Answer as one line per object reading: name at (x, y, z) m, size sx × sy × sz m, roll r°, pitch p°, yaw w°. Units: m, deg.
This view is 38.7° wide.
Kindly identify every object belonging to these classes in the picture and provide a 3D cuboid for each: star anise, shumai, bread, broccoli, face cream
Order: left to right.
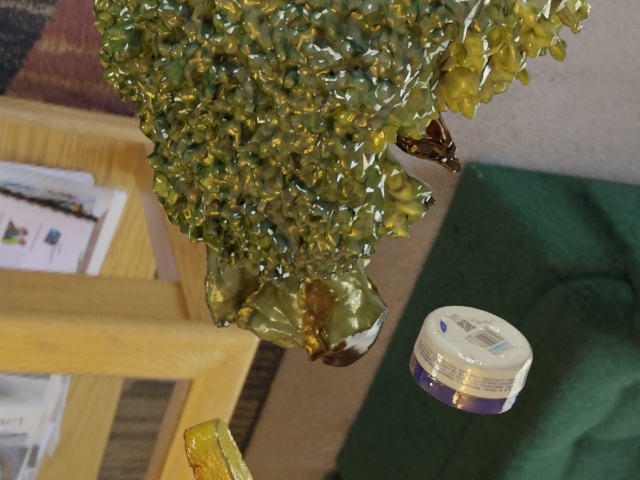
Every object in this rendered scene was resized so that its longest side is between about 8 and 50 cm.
bread at (-0.186, 0.456, 1.722) m, size 0.094 × 0.102 × 0.245 m, roll -21°, pitch 105°, yaw 3°
shumai at (0.000, 0.000, 1.036) m, size 0.222 × 0.204 × 0.271 m, roll 28°, pitch 74°, yaw -73°
broccoli at (0.031, -0.144, 0.563) m, size 0.302 × 0.249 × 0.375 m, roll -6°, pitch 108°, yaw -47°
star anise at (0.096, -0.195, 1.261) m, size 0.272 × 0.272 × 0.102 m, roll 29°, pitch 95°, yaw -35°
face cream at (0.270, 0.206, 1.630) m, size 0.206 × 0.206 × 0.111 m, roll 2°, pitch 118°, yaw -22°
